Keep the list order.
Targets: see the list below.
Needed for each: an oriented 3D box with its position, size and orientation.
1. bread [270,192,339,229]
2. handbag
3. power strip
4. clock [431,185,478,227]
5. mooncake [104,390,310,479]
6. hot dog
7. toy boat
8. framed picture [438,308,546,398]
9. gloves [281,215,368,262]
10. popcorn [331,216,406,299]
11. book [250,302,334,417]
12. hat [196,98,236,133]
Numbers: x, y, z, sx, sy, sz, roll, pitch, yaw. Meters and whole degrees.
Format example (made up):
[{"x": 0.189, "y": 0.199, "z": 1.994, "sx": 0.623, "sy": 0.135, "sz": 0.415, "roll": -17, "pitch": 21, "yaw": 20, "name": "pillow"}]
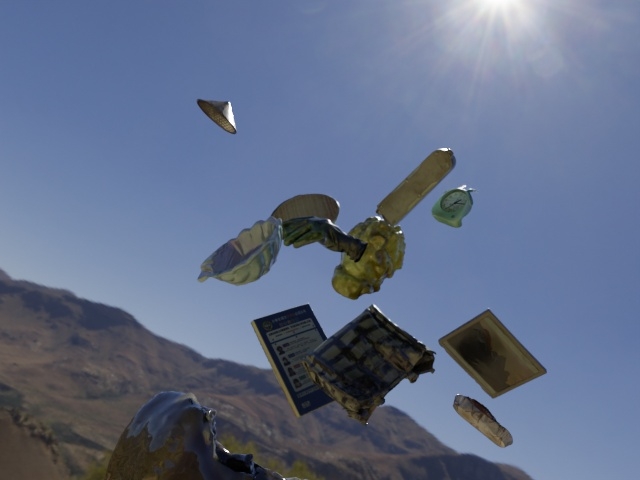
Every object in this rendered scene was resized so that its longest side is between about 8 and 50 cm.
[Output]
[{"x": -0.057, "y": -0.083, "z": 1.941, "sx": 0.267, "sy": 0.267, "sz": 0.040, "roll": 13, "pitch": -41, "yaw": 31, "name": "bread"}, {"x": 0.147, "y": 0.389, "z": 1.699, "sx": 0.327, "sy": 0.325, "sz": 0.162, "roll": 30, "pitch": -29, "yaw": 56, "name": "handbag"}, {"x": 0.269, "y": -0.153, "z": 1.491, "sx": 0.080, "sy": 0.048, "sz": 0.286, "roll": 49, "pitch": -56, "yaw": 10, "name": "power strip"}, {"x": 0.386, "y": -0.105, "z": 1.509, "sx": 0.101, "sy": 0.135, "sz": 0.041, "roll": 30, "pitch": -11, "yaw": 47, "name": "clock"}, {"x": -0.208, "y": 0.484, "z": 1.051, "sx": 0.393, "sy": 0.394, "sz": 0.246, "roll": -8, "pitch": -6, "yaw": -41, "name": "mooncake"}, {"x": 0.447, "y": 0.495, "z": 1.477, "sx": 0.192, "sy": 0.053, "sz": 0.099, "roll": 33, "pitch": -30, "yaw": 45, "name": "hot dog"}, {"x": -0.201, "y": 0.046, "z": 1.433, "sx": 0.290, "sy": 0.199, "sz": 0.100, "roll": -22, "pitch": -62, "yaw": 30, "name": "toy boat"}, {"x": 0.504, "y": 0.341, "z": 1.571, "sx": 0.265, "sy": 0.018, "sz": 0.192, "roll": 45, "pitch": -61, "yaw": -9, "name": "framed picture"}, {"x": 0.008, "y": -0.012, "z": 1.573, "sx": 0.268, "sy": 0.107, "sz": 0.135, "roll": 13, "pitch": -1, "yaw": 11, "name": "gloves"}, {"x": 0.172, "y": 0.062, "z": 1.764, "sx": 0.225, "sy": 0.286, "sz": 0.174, "roll": 13, "pitch": 14, "yaw": -45, "name": "popcorn"}, {"x": -0.070, "y": 0.473, "z": 2.169, "sx": 0.428, "sy": 0.300, "sz": 0.039, "roll": 61, "pitch": -42, "yaw": 22, "name": "book"}, {"x": -0.376, "y": -0.501, "z": 2.043, "sx": 0.193, "sy": 0.082, "sz": 0.193, "roll": 37, "pitch": -8, "yaw": 6, "name": "hat"}]
